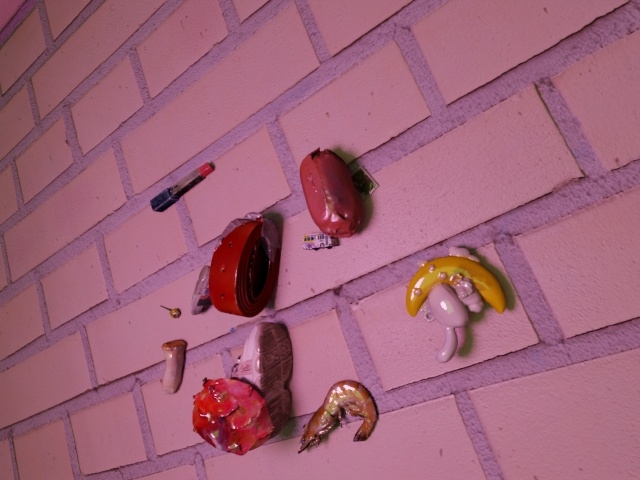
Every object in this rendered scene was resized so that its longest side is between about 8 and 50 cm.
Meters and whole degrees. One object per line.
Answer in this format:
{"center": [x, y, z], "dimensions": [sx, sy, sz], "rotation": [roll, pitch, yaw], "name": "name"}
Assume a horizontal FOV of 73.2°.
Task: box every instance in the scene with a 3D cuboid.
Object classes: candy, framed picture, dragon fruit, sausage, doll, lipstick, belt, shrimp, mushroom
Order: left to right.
{"center": [-0.581, 0.266, 1.651], "dimensions": [0.122, 0.035, 0.035], "rotation": [15, 63, 37], "name": "candy"}
{"center": [-0.550, 0.472, 1.596], "dimensions": [0.071, 0.084, 0.209], "rotation": [11, 96, 50], "name": "mushroom"}
{"center": [-0.519, -0.204, 1.628], "dimensions": [0.312, 0.051, 0.051], "rotation": [-30, 73, 22], "name": "lipstick"}
{"center": [-0.266, 0.483, 1.221], "dimensions": [0.273, 0.126, 0.161], "rotation": [20, 106, 14], "name": "dragon fruit"}
{"center": [-0.230, 0.074, 1.356], "dimensions": [0.115, 0.227, 0.324], "rotation": [7, 78, 26], "name": "belt"}
{"center": [0.029, -0.139, 1.264], "dimensions": [0.152, 0.152, 0.280], "rotation": [-24, 75, 26], "name": "sausage"}
{"center": [0.051, 0.553, 1.276], "dimensions": [0.169, 0.058, 0.296], "rotation": [38, 102, 22], "name": "shrimp"}
{"center": [0.126, -0.172, 1.293], "dimensions": [0.066, 0.006, 0.089], "rotation": [-44, 69, 19], "name": "framed picture"}
{"center": [0.335, 0.148, 1.108], "dimensions": [0.237, 0.111, 0.252], "rotation": [-34, 70, 7], "name": "doll"}

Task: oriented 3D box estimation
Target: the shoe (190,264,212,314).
{"center": [-0.381, 0.183, 1.519], "dimensions": [0.099, 0.125, 0.228], "rotation": [-96, 27, -45], "name": "shoe"}

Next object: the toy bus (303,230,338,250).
{"center": [0.000, 0.000, 1.330], "dimensions": [0.102, 0.052, 0.058], "rotation": [-8, 84, 30], "name": "toy bus"}

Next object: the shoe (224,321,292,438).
{"center": [-0.215, 0.430, 1.357], "dimensions": [0.198, 0.171, 0.351], "rotation": [-1, 88, 29], "name": "shoe"}
